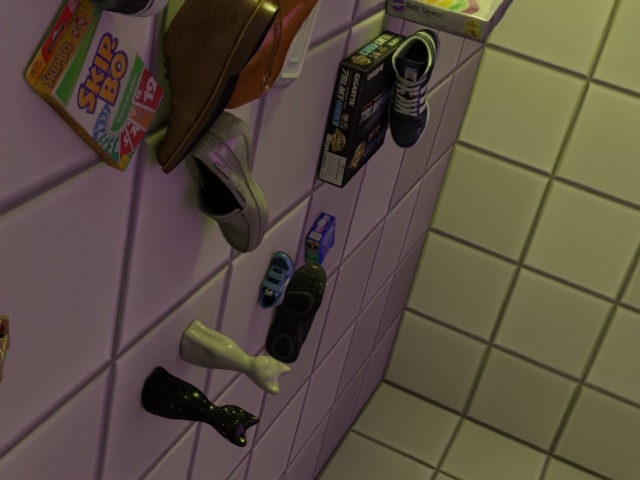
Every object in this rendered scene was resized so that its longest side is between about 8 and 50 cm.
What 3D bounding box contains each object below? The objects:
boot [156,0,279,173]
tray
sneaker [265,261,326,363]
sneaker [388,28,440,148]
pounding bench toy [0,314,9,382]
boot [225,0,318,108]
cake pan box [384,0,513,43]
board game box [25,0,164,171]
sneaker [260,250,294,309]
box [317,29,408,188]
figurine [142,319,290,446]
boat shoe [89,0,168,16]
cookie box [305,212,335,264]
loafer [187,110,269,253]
[{"bbox_3d":[-0.175,-0.228,1.325,0.305,0.115,0.112,-56,-173,32],"label":"boot"},{"bbox_3d":[-0.035,-0.395,1.679,0.145,0.030,0.270,-25,135,-68],"label":"tray"},{"bbox_3d":[-0.053,0.159,2.309,0.286,0.109,0.130,-66,175,33],"label":"sneaker"},{"bbox_3d":[0.205,-0.344,2.185,0.153,0.099,0.282,-40,142,-72],"label":"sneaker"},{"bbox_3d":[-0.403,0.119,1.089,0.065,0.083,0.052,-99,-162,-49],"label":"pounding bench toy"},{"bbox_3d":[-0.060,-0.344,1.452,0.295,0.104,0.211,-43,161,-23],"label":"boot"},{"bbox_3d":[0.314,-0.576,2.226,0.267,0.245,0.070,-53,160,-42],"label":"cake pan box"},{"bbox_3d":[-0.266,-0.188,1.158,0.124,0.039,0.259,-65,162,-12],"label":"board game box"},{"bbox_3d":[-0.099,0.093,2.112,0.059,0.053,0.144,-37,145,-59],"label":"sneaker"},{"bbox_3d":[0.101,-0.309,2.207,0.295,0.073,0.293,-47,155,-55],"label":"box"},{"bbox_3d":[-0.182,0.263,1.751,0.215,0.209,0.092,-54,160,-42],"label":"figurine"},{"bbox_3d":[-0.187,-0.390,1.016,0.102,0.108,0.301,-19,133,-65],"label":"boat shoe"},{"bbox_3d":[0.000,0.000,2.348,0.092,0.040,0.107,-58,162,-34],"label":"cookie box"},{"bbox_3d":[-0.159,-0.076,1.564,0.111,0.112,0.319,-54,153,-28],"label":"loafer"}]
